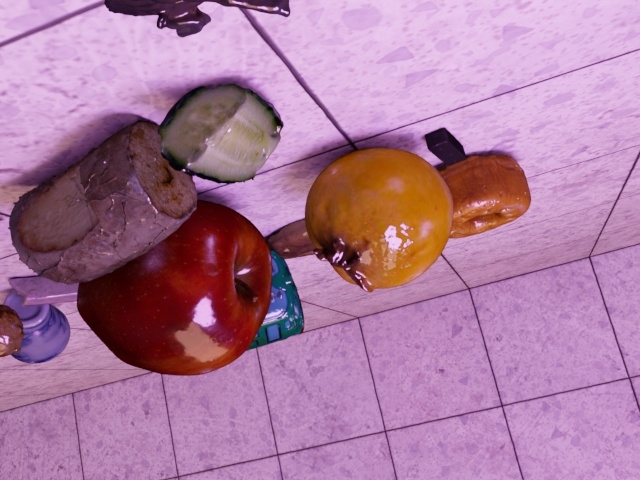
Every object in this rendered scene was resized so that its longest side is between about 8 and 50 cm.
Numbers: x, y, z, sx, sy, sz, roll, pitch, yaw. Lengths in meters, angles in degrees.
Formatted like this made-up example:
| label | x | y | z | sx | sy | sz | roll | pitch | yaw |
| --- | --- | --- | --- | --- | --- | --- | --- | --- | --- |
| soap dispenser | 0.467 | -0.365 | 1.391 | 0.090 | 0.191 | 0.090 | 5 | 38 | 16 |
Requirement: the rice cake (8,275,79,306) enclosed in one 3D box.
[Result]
| label | x | y | z | sx | sy | sz | roll | pitch | yaw |
| --- | --- | --- | --- | --- | --- | --- | --- | --- | --- |
| rice cake | -0.450 | 0.093 | 1.423 | 0.365 | 0.056 | 0.073 | -4 | 161 | -34 |

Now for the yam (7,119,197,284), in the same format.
| label | x | y | z | sx | sy | sz | roll | pitch | yaw |
| --- | --- | --- | --- | --- | --- | --- | --- | --- | --- |
| yam | -0.271 | -0.042 | 0.882 | 0.255 | 0.153 | 0.154 | -26 | 161 | 30 |

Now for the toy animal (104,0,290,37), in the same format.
| label | x | y | z | sx | sy | sz | roll | pitch | yaw |
| --- | --- | --- | --- | --- | --- | --- | --- | --- | --- |
| toy animal | -0.110 | -0.211 | 0.492 | 0.148 | 0.084 | 0.233 | -14 | 169 | 9 |

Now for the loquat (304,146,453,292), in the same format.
| label | x | y | z | sx | sy | sz | roll | pitch | yaw |
| --- | --- | --- | --- | --- | --- | --- | --- | --- | --- |
| loquat | 0.087 | -0.031 | 1.062 | 0.244 | 0.243 | 0.244 | -12 | 166 | -3 |

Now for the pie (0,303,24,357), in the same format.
| label | x | y | z | sx | sy | sz | roll | pitch | yaw |
| --- | --- | --- | --- | --- | --- | --- | --- | --- | --- |
| pie | -0.666 | 0.077 | 0.906 | 0.396 | 0.180 | 0.418 | -1 | 169 | 25 |

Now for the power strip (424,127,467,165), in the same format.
| label | x | y | z | sx | sy | sz | roll | pitch | yaw |
| --- | --- | --- | --- | --- | --- | --- | --- | --- | --- |
| power strip | 0.204 | -0.151 | 1.110 | 0.038 | 0.029 | 0.111 | -19 | 163 | 23 |

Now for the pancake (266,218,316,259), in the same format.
| label | x | y | z | sx | sy | sz | roll | pitch | yaw |
| --- | --- | --- | --- | --- | --- | --- | --- | --- | --- |
| pancake | 0.000 | 0.000 | 1.470 | 0.242 | 0.050 | 0.242 | -11 | 167 | -3 |

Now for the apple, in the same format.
| label | x | y | z | sx | sy | sz | roll | pitch | yaw |
| --- | --- | --- | --- | --- | --- | --- | --- | --- | --- |
| apple | -0.226 | 0.071 | 1.104 | 0.317 | 0.288 | 0.288 | -10 | 169 | 31 |

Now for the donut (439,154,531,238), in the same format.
| label | x | y | z | sx | sy | sz | roll | pitch | yaw |
| --- | --- | --- | --- | --- | --- | --- | --- | --- | --- |
| donut | 0.280 | -0.081 | 1.284 | 0.227 | 0.113 | 0.226 | -12 | 164 | -4 |

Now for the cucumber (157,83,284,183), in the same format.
| label | x | y | z | sx | sy | sz | roll | pitch | yaw |
| --- | --- | --- | --- | --- | --- | --- | --- | --- | --- |
| cucumber | -0.115 | -0.129 | 0.814 | 0.086 | 0.115 | 0.193 | 28 | -173 | 22 |

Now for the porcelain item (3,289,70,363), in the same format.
| label | x | y | z | sx | sy | sz | roll | pitch | yaw |
| --- | --- | --- | --- | --- | --- | --- | --- | --- | --- |
| porcelain item | -0.622 | 0.185 | 1.490 | 0.141 | 0.141 | 0.259 | -8 | 156 | -20 |

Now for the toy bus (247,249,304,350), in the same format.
| label | x | y | z | sx | sy | sz | roll | pitch | yaw |
| --- | --- | --- | --- | --- | --- | --- | --- | --- | --- |
| toy bus | -0.205 | 0.138 | 1.399 | 0.344 | 0.183 | 0.199 | -16 | 163 | -9 |
